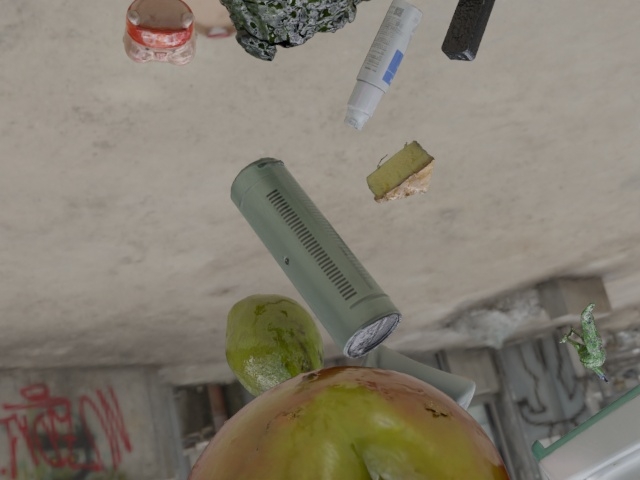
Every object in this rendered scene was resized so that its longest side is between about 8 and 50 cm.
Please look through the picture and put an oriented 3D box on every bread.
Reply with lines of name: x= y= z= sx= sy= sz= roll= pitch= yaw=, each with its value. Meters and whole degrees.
bread: x=0.138 y=-0.127 z=1.575 sx=0.109 sy=0.084 sz=0.080 roll=-13 pitch=134 yaw=-18

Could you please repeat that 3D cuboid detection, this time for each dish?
dish: x=0.163 y=0.297 z=1.595 sx=0.212 sy=0.077 sz=0.151 roll=21 pitch=118 yaw=0

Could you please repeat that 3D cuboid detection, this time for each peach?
peach: x=0.026 y=0.301 z=0.878 sx=0.369 sy=0.370 sz=0.370 roll=-12 pitch=162 yaw=-4

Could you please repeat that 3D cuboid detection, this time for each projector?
projector: x=-0.012 y=0.021 z=1.330 sx=0.108 sy=0.337 sz=0.108 roll=-29 pitch=153 yaw=-17

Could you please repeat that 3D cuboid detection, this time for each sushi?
sushi: x=-0.029 y=-0.461 z=1.256 sx=0.294 sy=0.352 sz=0.178 roll=-16 pitch=146 yaw=11

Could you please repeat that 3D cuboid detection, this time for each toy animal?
toy animal: x=0.424 y=0.155 z=1.402 sx=0.041 sy=0.075 sz=0.217 roll=-41 pitch=133 yaw=-18
toy animal: x=-0.347 y=-0.460 z=1.887 sx=0.171 sy=0.171 sz=0.198 roll=-12 pitch=-167 yaw=-6

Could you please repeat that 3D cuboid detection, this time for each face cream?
face cream: x=0.058 y=-0.169 z=0.845 sx=0.034 sy=0.130 sz=0.034 roll=26 pitch=180 yaw=0

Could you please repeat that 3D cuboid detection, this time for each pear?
pear: x=-0.097 y=0.230 z=1.838 sx=0.212 sy=0.269 sz=0.212 roll=-28 pitch=148 yaw=-19

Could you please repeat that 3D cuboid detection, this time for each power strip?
power strip: x=0.183 y=-0.271 z=1.047 sx=0.037 sy=0.111 sz=0.029 roll=16 pitch=171 yaw=37

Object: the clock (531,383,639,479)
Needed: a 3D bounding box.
clock: x=0.398 y=0.261 z=1.067 sx=0.231 sy=0.116 sz=0.262 roll=-35 pitch=146 yaw=4
